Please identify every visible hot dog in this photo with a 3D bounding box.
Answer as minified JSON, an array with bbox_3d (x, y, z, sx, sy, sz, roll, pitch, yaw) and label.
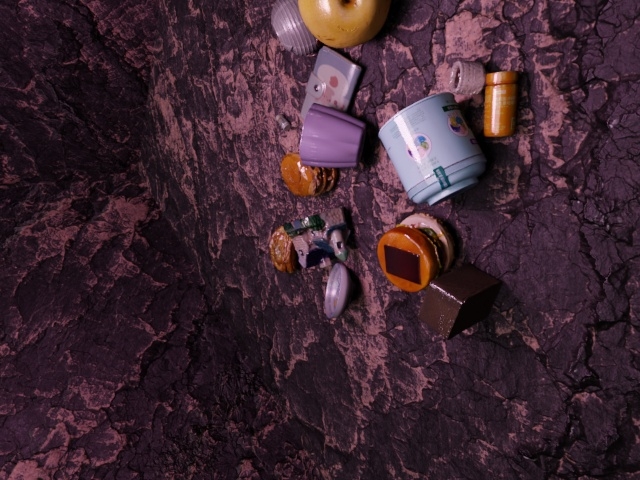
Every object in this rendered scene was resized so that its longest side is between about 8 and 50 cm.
[{"bbox_3d":[-0.206,0.052,2.334,0.196,0.122,0.272,25,124,48],"label":"hot dog"}]

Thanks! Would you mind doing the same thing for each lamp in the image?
[{"bbox_3d":[-0.086,-0.924,1.756,0.233,0.233,0.265,-41,66,47],"label":"lamp"}]

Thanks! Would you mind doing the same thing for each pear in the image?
[{"bbox_3d":[0.087,-0.878,1.490,0.348,0.348,0.349,20,119,42],"label":"pear"}]

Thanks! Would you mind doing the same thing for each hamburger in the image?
[{"bbox_3d":[-0.064,-0.327,1.974,0.260,0.211,0.245,51,141,16],"label":"hamburger"},{"bbox_3d":[0.378,0.041,1.597,0.291,0.225,0.291,30,132,39],"label":"hamburger"}]

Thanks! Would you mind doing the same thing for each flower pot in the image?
[{"bbox_3d":[0.062,-0.426,1.742,0.243,0.265,0.265,13,119,6],"label":"flower pot"}]

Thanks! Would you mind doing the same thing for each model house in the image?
[{"bbox_3d":[0.002,-0.001,1.998,0.298,0.243,0.284,-11,101,61],"label":"model house"}]

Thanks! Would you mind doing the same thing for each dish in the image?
[{"bbox_3d":[0.119,0.258,2.036,0.273,0.133,0.274,-169,90,-80],"label":"dish"}]

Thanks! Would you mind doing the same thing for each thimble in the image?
[{"bbox_3d":[0.479,-0.530,1.340,0.102,0.090,0.115,101,171,-65],"label":"thimble"}]

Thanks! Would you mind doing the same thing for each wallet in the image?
[{"bbox_3d":[0.037,-0.652,1.830,0.252,0.083,0.360,42,132,23],"label":"wallet"}]

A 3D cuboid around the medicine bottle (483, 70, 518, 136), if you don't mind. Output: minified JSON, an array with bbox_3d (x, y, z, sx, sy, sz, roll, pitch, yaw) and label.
[{"bbox_3d":[0.571,-0.430,1.301,0.096,0.096,0.192,14,114,45],"label":"medicine bottle"}]

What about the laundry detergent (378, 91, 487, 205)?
[{"bbox_3d":[0.390,-0.293,1.409,0.287,0.287,0.305,-33,79,49],"label":"laundry detergent"}]

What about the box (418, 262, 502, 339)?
[{"bbox_3d":[0.505,0.212,1.484,0.143,0.273,0.184,37,128,38],"label":"box"}]

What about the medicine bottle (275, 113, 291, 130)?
[{"bbox_3d":[-0.192,-0.610,2.123,0.083,0.047,0.047,54,137,19],"label":"medicine bottle"}]
